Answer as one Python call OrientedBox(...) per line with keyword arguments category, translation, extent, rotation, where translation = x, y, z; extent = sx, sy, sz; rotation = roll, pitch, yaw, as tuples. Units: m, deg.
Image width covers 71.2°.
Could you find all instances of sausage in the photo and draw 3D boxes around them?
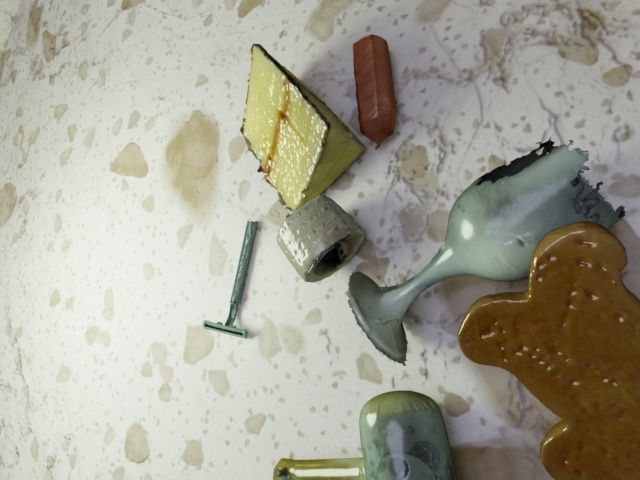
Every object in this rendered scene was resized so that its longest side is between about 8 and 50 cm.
OrientedBox(category="sausage", translation=(0.083, -0.229, 0.696), extent=(0.065, 0.065, 0.170), rotation=(-13, 73, 31))

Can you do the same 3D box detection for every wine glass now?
OrientedBox(category="wine glass", translation=(0.183, 0.016, 0.544), extent=(0.321, 0.143, 0.144), rotation=(-39, 63, 19))

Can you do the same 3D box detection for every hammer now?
OrientedBox(category="hammer", translation=(0.039, 0.320, 0.612), extent=(0.305, 0.113, 0.202), rotation=(-21, 67, 37))

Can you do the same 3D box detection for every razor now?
OrientedBox(category="razor", translation=(-0.147, 0.066, 0.815), extent=(0.084, 0.036, 0.212), rotation=(12, 81, 10))

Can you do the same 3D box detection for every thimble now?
OrientedBox(category="thimble", translation=(0.000, 0.000, 0.683), extent=(0.115, 0.102, 0.090), rotation=(-52, 59, 23))

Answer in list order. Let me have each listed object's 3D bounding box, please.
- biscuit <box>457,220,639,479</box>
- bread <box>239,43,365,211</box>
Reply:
OrientedBox(category="biscuit", translation=(0.304, 0.159, 0.448), extent=(0.340, 0.047, 0.216), rotation=(46, 116, 10))
OrientedBox(category="bread", translation=(-0.069, -0.175, 0.741), extent=(0.178, 0.135, 0.240), rotation=(-46, 63, 18))
